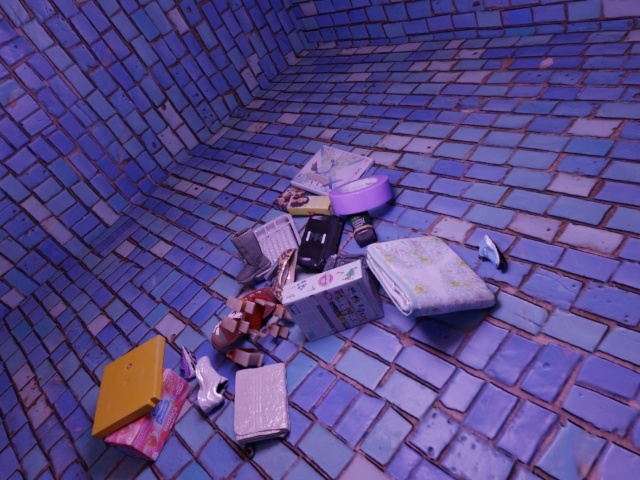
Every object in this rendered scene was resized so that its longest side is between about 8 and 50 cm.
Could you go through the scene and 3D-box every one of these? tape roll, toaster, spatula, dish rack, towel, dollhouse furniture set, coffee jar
[{"bbox_3d":[0.178,-0.206,2.192,0.275,0.090,0.275,-17,17,5],"label":"tape roll"},{"bbox_3d":[0.130,0.136,1.880,0.227,0.146,0.129,-4,46,32],"label":"toaster"},{"bbox_3d":[-0.255,0.612,1.712,0.084,0.030,0.296,-24,39,7],"label":"spatula"},{"bbox_3d":[-0.221,0.038,2.293,0.286,0.072,0.332,-29,37,3],"label":"dish rack"},{"bbox_3d":[-0.202,0.555,1.700,0.187,0.049,0.282,-10,40,2],"label":"towel"},{"bbox_3d":[-0.262,0.335,1.864,0.135,0.262,0.259,13,87,45],"label":"dollhouse furniture set"},{"bbox_3d":[0.360,0.112,1.682,0.321,0.090,0.374,-6,34,-18],"label":"towel"},{"bbox_3d":[0.178,-0.059,2.119,0.096,0.079,0.184,-24,38,9],"label":"coffee jar"}]

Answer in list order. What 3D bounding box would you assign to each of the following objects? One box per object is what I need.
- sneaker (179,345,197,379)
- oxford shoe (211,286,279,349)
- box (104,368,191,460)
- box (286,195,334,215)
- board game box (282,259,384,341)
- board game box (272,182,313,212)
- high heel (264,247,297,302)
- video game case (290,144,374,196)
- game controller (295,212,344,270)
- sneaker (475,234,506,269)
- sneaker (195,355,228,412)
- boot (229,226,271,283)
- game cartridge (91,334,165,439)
[{"bbox_3d":[-0.552,0.498,2.017,0.071,0.068,0.170,-39,38,0],"label":"sneaker"},{"bbox_3d":[-0.313,0.314,2.014,0.348,0.123,0.130,-36,-10,-33],"label":"oxford shoe"},{"bbox_3d":[-0.640,0.643,1.849,0.154,0.142,0.300,-7,44,32],"label":"box"},{"bbox_3d":[-0.040,-0.168,2.375,0.232,0.058,0.087,2,52,22],"label":"box"},{"bbox_3d":[0.048,0.222,1.782,0.304,0.224,0.097,-20,37,15],"label":"board game box"},{"bbox_3d":[-0.120,-0.245,2.561,0.165,0.042,0.243,15,57,44],"label":"board game box"},{"bbox_3d":[-0.117,0.155,2.021,0.186,0.093,0.261,-49,49,10],"label":"high heel"},{"bbox_3d":[0.059,-0.346,2.505,0.329,0.036,0.300,22,62,34],"label":"video game case"},{"bbox_3d":[0.000,0.000,2.165,0.167,0.067,0.319,4,47,14],"label":"game controller"},{"bbox_3d":[0.597,0.054,1.738,0.073,0.063,0.162,-39,30,20],"label":"sneaker"},{"bbox_3d":[-0.405,0.533,1.871,0.115,0.090,0.232,-23,47,1],"label":"sneaker"},{"bbox_3d":[-0.327,0.066,2.110,0.190,0.208,0.076,-36,38,-5],"label":"boot"},{"bbox_3d":[-0.716,0.545,1.863,0.285,0.052,0.323,-31,37,8],"label":"game cartridge"}]
